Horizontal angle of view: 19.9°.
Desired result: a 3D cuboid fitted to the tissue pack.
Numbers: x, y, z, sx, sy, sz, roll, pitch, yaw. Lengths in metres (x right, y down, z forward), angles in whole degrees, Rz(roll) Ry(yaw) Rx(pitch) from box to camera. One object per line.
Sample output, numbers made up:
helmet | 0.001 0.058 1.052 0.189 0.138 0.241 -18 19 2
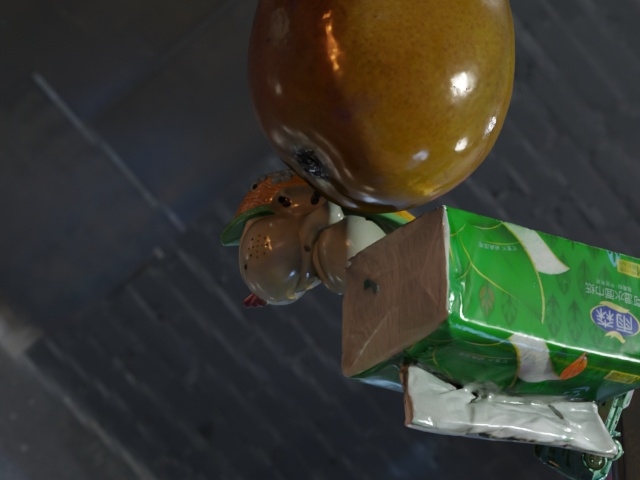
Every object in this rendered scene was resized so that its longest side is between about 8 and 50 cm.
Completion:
tissue pack | 0.139 0.085 1.396 0.209 0.148 0.156 14 65 -29

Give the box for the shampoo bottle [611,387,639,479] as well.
shampoo bottle | 0.408 0.255 2.301 0.080 0.079 0.246 -96 -179 -84

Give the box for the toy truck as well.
toy truck | 0.266 0.146 1.763 0.081 0.175 0.067 22 13 21

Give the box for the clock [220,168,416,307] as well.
clock | 0.000 0.000 1.885 0.103 0.231 0.144 39 51 -56

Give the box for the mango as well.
mango | 0.068 -0.204 1.790 0.264 0.221 0.378 20 60 -3
